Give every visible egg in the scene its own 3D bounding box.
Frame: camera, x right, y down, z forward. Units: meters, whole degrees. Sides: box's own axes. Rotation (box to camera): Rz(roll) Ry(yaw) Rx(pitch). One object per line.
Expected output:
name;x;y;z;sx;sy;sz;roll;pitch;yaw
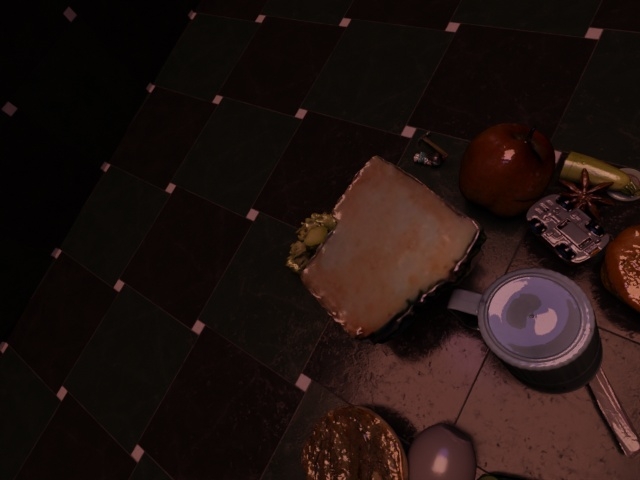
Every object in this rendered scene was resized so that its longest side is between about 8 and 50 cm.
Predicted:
egg;0.312;0.612;1.098;0.176;0.176;0.231;22;80;28

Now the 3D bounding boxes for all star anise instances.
star anise;0.778;-0.130;1.223;0.168;0.057;0.167;12;113;29

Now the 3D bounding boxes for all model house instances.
model house;0.244;0.060;1.235;0.395;0.400;0.445;41;102;28

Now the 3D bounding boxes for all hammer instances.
hammer;0.405;-0.338;1.484;0.062;0.017;0.182;-36;39;8

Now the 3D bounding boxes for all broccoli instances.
broccoli;0.000;0.000;1.423;0.248;0.245;0.288;26;81;22

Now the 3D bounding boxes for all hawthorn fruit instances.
hawthorn fruit;0.563;-0.229;1.250;0.268;0.300;0.267;0;55;0

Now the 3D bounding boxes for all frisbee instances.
frisbee;0.918;-0.168;1.244;0.110;0.014;0.110;-8;67;19

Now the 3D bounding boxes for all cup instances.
cup;0.538;0.209;1.065;0.257;0.311;0.331;-45;49;6

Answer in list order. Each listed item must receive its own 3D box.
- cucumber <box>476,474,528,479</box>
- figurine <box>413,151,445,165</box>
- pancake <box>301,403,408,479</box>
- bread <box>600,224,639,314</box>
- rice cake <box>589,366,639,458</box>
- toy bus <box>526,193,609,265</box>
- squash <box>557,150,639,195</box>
cucumber;0.510;0.644;1.073;0.220;0.070;0.046;-1;40;20
figurine;0.391;-0.297;1.496;0.106;0.047;0.060;14;34;32
pancake;0.085;0.663;1.163;0.382;0.071;0.382;-15;68;43
bread;0.886;0.087;1.088;0.269;0.146;0.268;-6;70;16
rice cake;0.746;0.417;1.070;0.055;0.049;0.269;-33;59;29
toy bus;0.706;-0.023;1.204;0.126;0.136;0.209;-40;61;6
squash;0.838;-0.187;1.239;0.224;0.094;0.094;32;84;29
